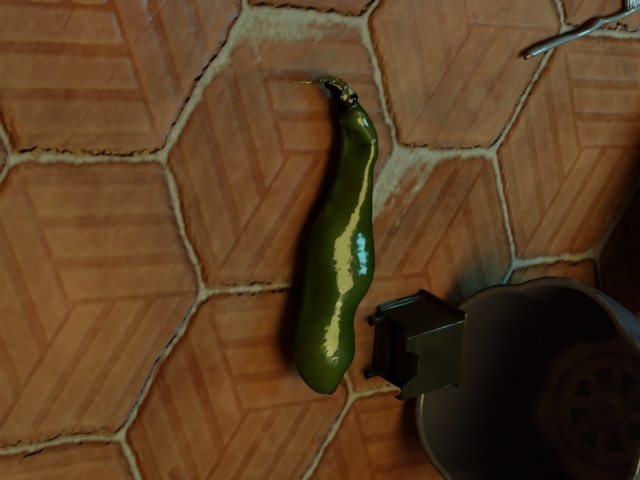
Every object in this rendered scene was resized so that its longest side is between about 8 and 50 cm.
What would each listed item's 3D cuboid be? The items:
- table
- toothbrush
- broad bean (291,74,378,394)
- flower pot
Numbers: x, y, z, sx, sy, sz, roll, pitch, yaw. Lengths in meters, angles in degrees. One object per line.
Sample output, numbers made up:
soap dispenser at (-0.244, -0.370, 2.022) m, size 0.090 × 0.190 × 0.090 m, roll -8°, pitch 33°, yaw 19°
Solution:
table at (0.092, 0.107, 1.652) m, size 0.082 × 0.070 × 0.083 m, roll -13°, pitch 118°, yaw -36°
toothbrush at (0.277, -0.223, 1.723) m, size 0.193 × 0.013 × 0.019 m, roll -28°, pitch 120°, yaw -33°
broad bean at (0.009, -0.003, 1.533) m, size 0.098 × 0.056 × 0.318 m, roll -15°, pitch 113°, yaw -33°
flower pot at (0.272, 0.173, 1.741) m, size 0.243 × 0.265 × 0.265 m, roll 8°, pitch 103°, yaw -57°
